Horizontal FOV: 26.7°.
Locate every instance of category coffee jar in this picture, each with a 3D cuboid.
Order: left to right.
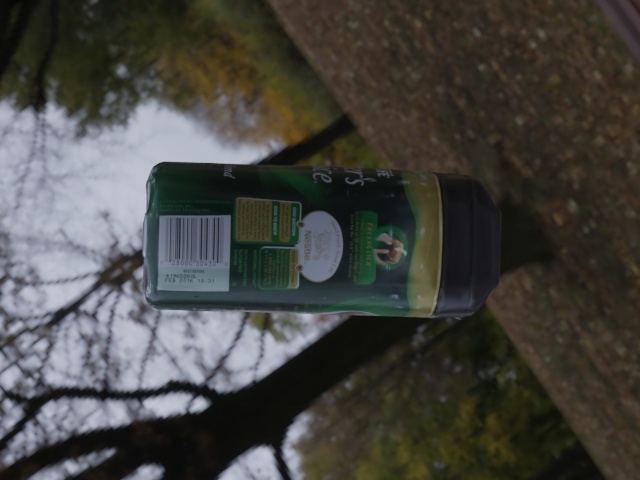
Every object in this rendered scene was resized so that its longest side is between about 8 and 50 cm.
[{"bbox_3d":[0.000,0.000,0.710,0.096,0.184,0.079,-174,87,-84],"label":"coffee jar"}]
